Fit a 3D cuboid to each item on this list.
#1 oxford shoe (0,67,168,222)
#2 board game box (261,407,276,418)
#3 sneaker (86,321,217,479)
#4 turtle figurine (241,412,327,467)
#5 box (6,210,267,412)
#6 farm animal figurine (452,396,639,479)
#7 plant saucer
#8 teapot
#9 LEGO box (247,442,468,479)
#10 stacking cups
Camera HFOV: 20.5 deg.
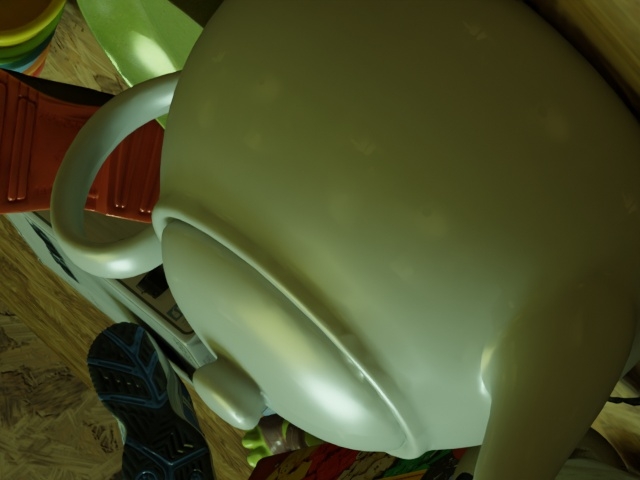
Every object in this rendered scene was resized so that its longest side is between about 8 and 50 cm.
[{"bbox_3d":[-0.195,-0.065,1.154,0.271,0.097,0.098,13,-173,-14],"label":"oxford shoe"},{"bbox_3d":[-0.034,0.151,1.665,0.211,0.039,0.160,44,166,-4],"label":"board game box"},{"bbox_3d":[-0.123,0.168,1.452,0.081,0.080,0.211,45,-156,-65],"label":"sneaker"},{"bbox_3d":[0.020,0.156,1.410,0.269,0.087,0.217,45,150,-10],"label":"turtle figurine"},{"bbox_3d":[-0.155,0.022,1.526,0.290,0.087,0.169,35,164,32],"label":"box"},{"bbox_3d":[0.097,0.226,0.874,0.172,0.326,0.330,5,155,18],"label":"farm animal figurine"},{"bbox_3d":[-0.044,-0.077,1.008,0.241,0.037,0.241,41,167,12],"label":"plant saucer"},{"bbox_3d":[0.014,0.002,0.758,0.252,0.187,0.256,45,167,-3],"label":"teapot"},{"bbox_3d":[0.152,0.373,1.270,0.500,0.193,0.372,47,150,-12],"label":"LEGO box"},{"bbox_3d":[-0.216,-0.153,1.211,0.096,0.096,0.316,45,172,-2],"label":"stacking cups"}]
